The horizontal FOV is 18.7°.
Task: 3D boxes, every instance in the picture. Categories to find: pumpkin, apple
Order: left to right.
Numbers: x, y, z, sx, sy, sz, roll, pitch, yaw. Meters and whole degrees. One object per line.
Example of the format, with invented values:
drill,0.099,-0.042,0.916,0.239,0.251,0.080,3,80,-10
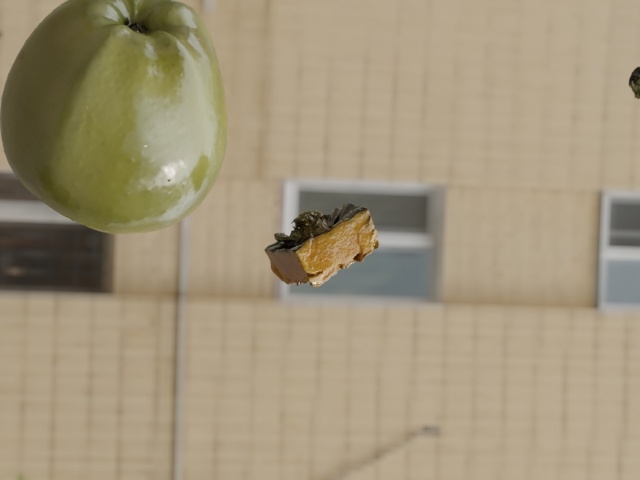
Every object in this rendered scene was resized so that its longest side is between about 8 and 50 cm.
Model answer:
apple,-0.163,-0.102,1.546,0.200,0.200,0.200,-178,-90,-78
pumpkin,0.000,0.000,1.560,0.054,0.074,0.083,60,-17,-9

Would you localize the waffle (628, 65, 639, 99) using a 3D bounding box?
waffle,0.227,-0.064,0.855,0.208,0.054,0.214,-51,-140,37
